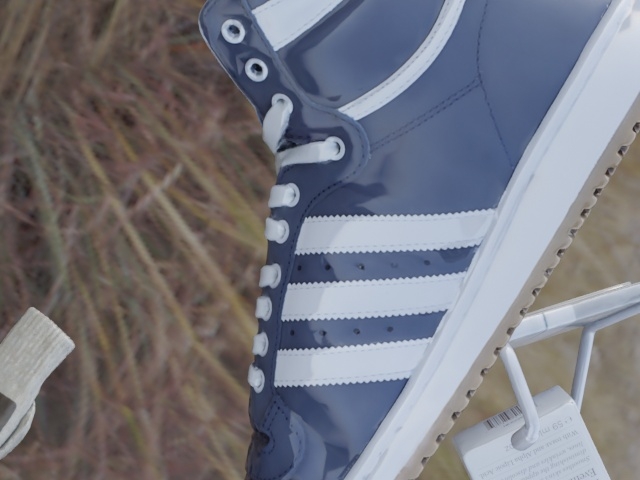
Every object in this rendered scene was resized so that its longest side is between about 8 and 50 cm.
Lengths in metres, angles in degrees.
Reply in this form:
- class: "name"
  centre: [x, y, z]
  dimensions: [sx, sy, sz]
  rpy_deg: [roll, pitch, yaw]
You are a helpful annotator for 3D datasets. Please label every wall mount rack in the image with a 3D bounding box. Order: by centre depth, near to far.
- class: "wall mount rack"
  centre: [0.200, 0.142, 1.490]
  dimensions: [0.350, 0.304, 0.130]
  rpy_deg: [-15, 79, -25]

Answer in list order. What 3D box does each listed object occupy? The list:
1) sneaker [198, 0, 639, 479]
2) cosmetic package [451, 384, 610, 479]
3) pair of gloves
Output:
- class: "sneaker"
  centre: [0.000, 0.000, 0.590]
  dimensions: [0.282, 0.153, 0.099]
  rpy_deg: [-59, 177, 11]
- class: "cosmetic package"
  centre: [0.220, 0.262, 1.453]
  dimensions: [0.117, 0.085, 0.231]
  rpy_deg: [-27, 96, 1]
- class: "pair of gloves"
  centre: [-0.417, 0.143, 1.824]
  dimensions: [0.204, 0.240, 0.042]
  rpy_deg: [-59, 161, -7]
